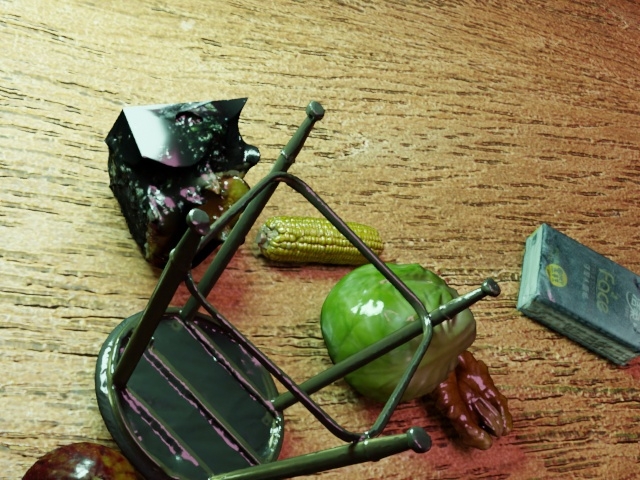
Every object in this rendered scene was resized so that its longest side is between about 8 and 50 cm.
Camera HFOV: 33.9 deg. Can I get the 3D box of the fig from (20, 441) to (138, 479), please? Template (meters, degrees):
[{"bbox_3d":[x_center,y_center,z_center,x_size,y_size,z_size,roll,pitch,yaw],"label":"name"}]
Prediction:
[{"bbox_3d":[-0.306,0.319,1.302,0.149,0.202,0.148,-30,62,-6],"label":"fig"}]

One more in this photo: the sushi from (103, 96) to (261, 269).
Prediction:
[{"bbox_3d":[-0.206,-0.067,1.566,0.215,0.227,0.212,-9,66,-36],"label":"sushi"}]

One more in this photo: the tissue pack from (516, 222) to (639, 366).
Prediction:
[{"bbox_3d":[0.501,0.104,2.002,0.257,0.081,0.185,27,50,-13],"label":"tissue pack"}]

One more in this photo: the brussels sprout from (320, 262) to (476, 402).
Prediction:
[{"bbox_3d":[0.119,0.140,1.662,0.244,0.244,0.244,16,54,-23],"label":"brussels sprout"}]

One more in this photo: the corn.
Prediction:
[{"bbox_3d":[0.000,0.000,1.754,0.238,0.080,0.080,2,60,-32],"label":"corn"}]

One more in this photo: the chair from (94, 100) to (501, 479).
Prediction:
[{"bbox_3d":[-0.071,0.129,1.375,0.364,0.410,0.362,45,36,-5],"label":"chair"}]

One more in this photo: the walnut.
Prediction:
[{"bbox_3d":[0.239,0.265,1.741,0.143,0.069,0.170,-21,75,-41],"label":"walnut"}]
